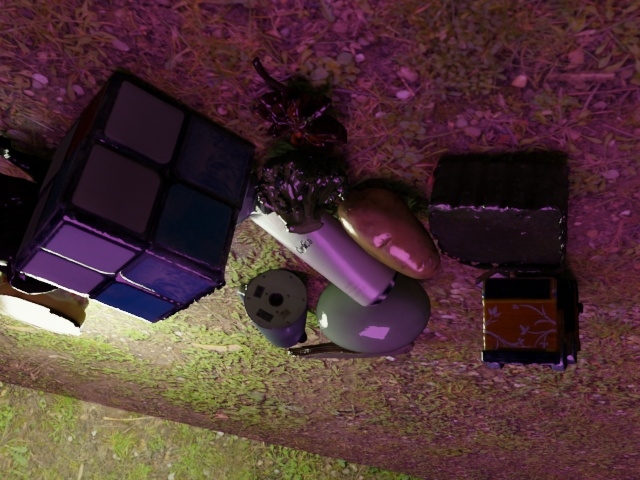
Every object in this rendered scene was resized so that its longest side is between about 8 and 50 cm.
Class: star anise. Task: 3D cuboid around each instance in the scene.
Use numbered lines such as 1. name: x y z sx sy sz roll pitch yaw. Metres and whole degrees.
1. star anise: -0.031 -0.220 1.231 0.177 0.073 0.234 20 166 2

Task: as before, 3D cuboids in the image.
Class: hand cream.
1. hand cream: 0.000 0.000 1.548 0.358 0.118 0.185 36 147 -6

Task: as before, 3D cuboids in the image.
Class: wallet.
1. wallet: 0.098 0.287 1.983 0.335 0.068 0.274 -13 164 39

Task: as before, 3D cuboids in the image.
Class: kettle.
1. kettle: -0.130 0.184 1.904 0.210 0.160 0.243 25 158 13

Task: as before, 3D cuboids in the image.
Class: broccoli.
1. broccoli: -0.031 -0.097 1.369 0.195 0.156 0.195 -13 152 -7

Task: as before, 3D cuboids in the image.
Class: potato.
1. potato: 0.139 -0.022 1.437 0.234 0.128 0.161 40 179 28

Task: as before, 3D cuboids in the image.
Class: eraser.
1. eraser: 0.395 0.089 1.671 0.038 0.019 0.083 21 149 -20

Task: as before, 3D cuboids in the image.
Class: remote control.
1. remote control: -0.195 -0.069 1.510 0.052 0.104 0.247 20 156 -26

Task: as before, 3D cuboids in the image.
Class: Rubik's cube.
1. Rubik's cube: -0.347 -0.065 1.375 0.318 0.314 0.316 27 146 -27

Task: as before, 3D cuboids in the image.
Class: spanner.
1. spanner: -0.184 -0.057 1.596 0.087 0.024 0.316 60 145 0

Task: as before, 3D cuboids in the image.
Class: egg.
1. egg: 0.121 0.165 1.711 0.282 0.203 0.203 -8 145 25

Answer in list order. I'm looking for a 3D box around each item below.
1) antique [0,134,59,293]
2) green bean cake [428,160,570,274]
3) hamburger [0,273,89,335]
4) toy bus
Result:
1. antique: -0.604 -0.038 1.504 0.255 0.322 0.185 23 139 -35
2. green bean cake: 0.335 -0.045 1.358 0.254 0.132 0.241 2 152 23
3. hamburger: -0.729 0.122 1.943 0.260 0.187 0.302 26 157 -21
4. toy bus: 0.446 0.165 1.515 0.161 0.194 0.323 -3 175 27
